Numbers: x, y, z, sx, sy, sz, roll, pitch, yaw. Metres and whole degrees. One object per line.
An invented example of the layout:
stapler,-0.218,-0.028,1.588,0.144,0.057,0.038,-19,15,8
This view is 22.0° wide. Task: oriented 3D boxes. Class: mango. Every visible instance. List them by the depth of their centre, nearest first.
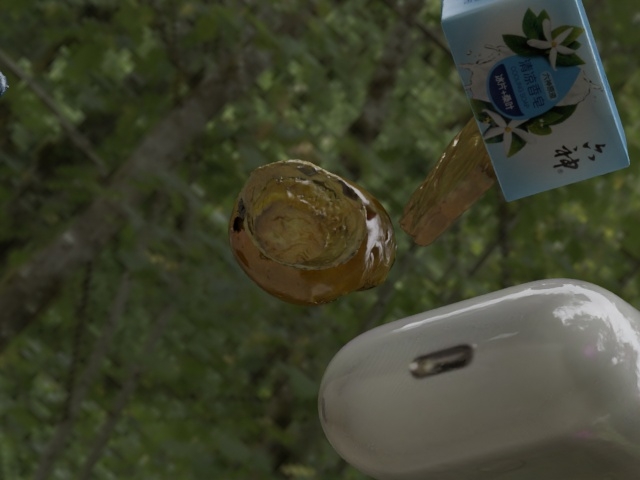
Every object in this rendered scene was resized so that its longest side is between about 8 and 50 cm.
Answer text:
mango,0.000,0.000,1.755,0.151,0.156,0.249,-14,-17,23

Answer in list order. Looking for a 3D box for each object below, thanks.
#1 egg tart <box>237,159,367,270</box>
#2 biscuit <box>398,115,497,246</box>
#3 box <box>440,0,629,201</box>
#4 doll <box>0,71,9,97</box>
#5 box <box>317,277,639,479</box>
egg tart,-0.019,-0.016,1.531,0.129,0.049,0.128,9,-51,11
biscuit,0.219,-0.129,2.347,0.051,0.269,0.376,37,-50,-8
box,0.232,-0.172,1.778,0.083,0.143,0.232,-79,149,-62
doll,-0.391,-0.169,1.861,0.050,0.076,0.083,26,-24,-32
box,0.182,0.146,1.440,0.289,0.141,0.349,-19,-25,25
